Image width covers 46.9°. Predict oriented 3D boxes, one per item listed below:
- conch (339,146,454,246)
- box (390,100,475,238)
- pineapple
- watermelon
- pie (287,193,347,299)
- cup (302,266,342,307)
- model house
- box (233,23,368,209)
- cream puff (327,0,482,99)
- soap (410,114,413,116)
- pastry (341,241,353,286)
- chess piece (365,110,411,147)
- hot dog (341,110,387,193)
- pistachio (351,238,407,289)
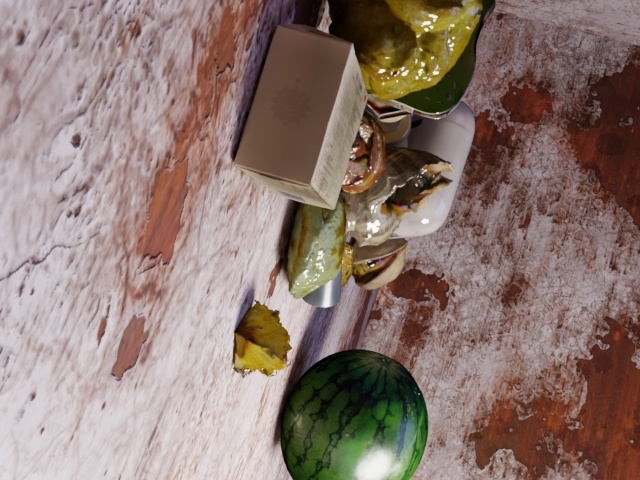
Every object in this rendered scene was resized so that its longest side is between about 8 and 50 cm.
[{"bbox_3d":[0.132,-0.114,1.518,0.291,0.159,0.210,-34,150,-26],"label":"conch"},{"bbox_3d":[0.222,-0.170,1.772,0.288,0.141,0.349,-7,-121,59],"label":"box"},{"bbox_3d":[-0.098,0.158,1.053,0.077,0.114,0.114,-1,131,-42],"label":"pineapple"},{"bbox_3d":[0.075,0.420,1.654,0.363,0.363,0.363,17,90,-80],"label":"watermelon"},{"bbox_3d":[0.000,0.000,1.217,0.248,0.090,0.201,73,32,-80],"label":"pie"},{"bbox_3d":[0.001,0.070,1.424,0.100,0.078,0.077,-122,-147,-55],"label":"cup"},{"bbox_3d":[0.162,-0.316,1.263,0.154,0.207,0.294,91,19,-69],"label":"model house"},{"bbox_3d":[-0.014,-0.138,0.883,0.212,0.095,0.168,30,78,-81],"label":"box"},{"bbox_3d":[0.105,-0.307,0.954,0.196,0.244,0.244,-8,120,-40],"label":"cream puff"},{"bbox_3d":[0.171,-0.350,1.532,0.198,0.063,0.115,54,54,-69],"label":"soap"},{"bbox_3d":[0.045,0.056,1.670,0.080,0.056,0.140,-59,169,-14],"label":"pastry"},{"bbox_3d":[0.136,-0.244,1.536,0.397,0.117,0.117,75,33,-77],"label":"chess piece"},{"bbox_3d":[0.064,-0.153,1.279,0.213,0.103,0.146,-14,119,-78],"label":"hot dog"},{"bbox_3d":[0.151,0.051,1.978,0.229,0.157,0.157,-37,144,-59],"label":"pistachio"}]
